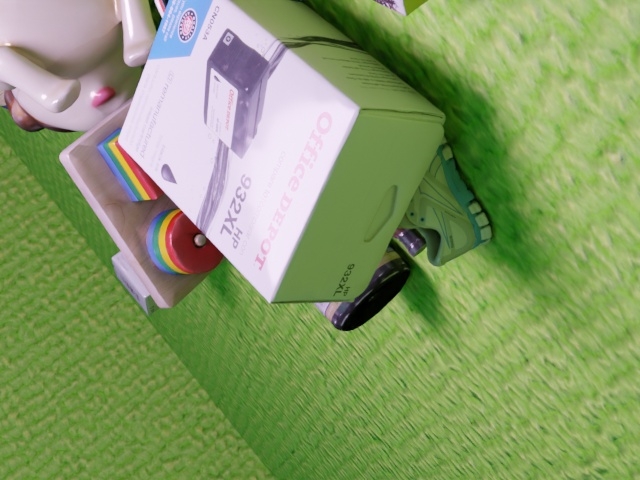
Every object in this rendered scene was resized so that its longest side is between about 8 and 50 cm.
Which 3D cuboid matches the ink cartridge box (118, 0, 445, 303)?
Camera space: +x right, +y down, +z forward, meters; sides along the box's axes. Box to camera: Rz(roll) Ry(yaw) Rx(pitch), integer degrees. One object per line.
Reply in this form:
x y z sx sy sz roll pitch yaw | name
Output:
-0.051 -0.111 1.240 0.307 0.129 0.223 44 120 36 | ink cartridge box

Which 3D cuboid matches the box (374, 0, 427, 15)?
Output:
0.013 -0.277 1.067 0.232 0.058 0.087 36 157 45 | box

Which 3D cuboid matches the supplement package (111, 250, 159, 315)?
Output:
-0.281 0.035 2.255 0.105 0.179 0.105 48 163 16 | supplement package

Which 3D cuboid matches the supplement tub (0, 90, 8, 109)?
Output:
-0.564 -0.359 1.925 0.316 0.228 0.228 24 -178 -35 | supplement tub

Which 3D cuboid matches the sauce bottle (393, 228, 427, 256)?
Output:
0.075 -0.035 1.416 0.128 0.042 0.042 51 163 12 | sauce bottle

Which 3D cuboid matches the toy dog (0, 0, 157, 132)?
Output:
-0.389 -0.311 1.654 0.395 0.284 0.408 29 155 39 | toy dog

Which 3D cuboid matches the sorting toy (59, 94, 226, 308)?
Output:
-0.170 -0.084 1.631 0.089 0.257 0.255 -4 124 50 | sorting toy

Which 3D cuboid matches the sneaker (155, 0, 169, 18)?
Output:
-0.150 -0.252 1.490 0.270 0.090 0.145 57 160 -22 | sneaker

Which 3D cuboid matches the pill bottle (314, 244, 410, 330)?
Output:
0.000 0.000 1.546 0.219 0.123 0.123 47 162 16 | pill bottle

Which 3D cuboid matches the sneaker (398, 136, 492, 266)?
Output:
0.099 -0.056 1.243 0.190 0.083 0.071 58 165 -12 | sneaker

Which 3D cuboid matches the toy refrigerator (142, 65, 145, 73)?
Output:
-0.333 -0.210 2.052 0.102 0.094 0.269 44 162 25 | toy refrigerator
